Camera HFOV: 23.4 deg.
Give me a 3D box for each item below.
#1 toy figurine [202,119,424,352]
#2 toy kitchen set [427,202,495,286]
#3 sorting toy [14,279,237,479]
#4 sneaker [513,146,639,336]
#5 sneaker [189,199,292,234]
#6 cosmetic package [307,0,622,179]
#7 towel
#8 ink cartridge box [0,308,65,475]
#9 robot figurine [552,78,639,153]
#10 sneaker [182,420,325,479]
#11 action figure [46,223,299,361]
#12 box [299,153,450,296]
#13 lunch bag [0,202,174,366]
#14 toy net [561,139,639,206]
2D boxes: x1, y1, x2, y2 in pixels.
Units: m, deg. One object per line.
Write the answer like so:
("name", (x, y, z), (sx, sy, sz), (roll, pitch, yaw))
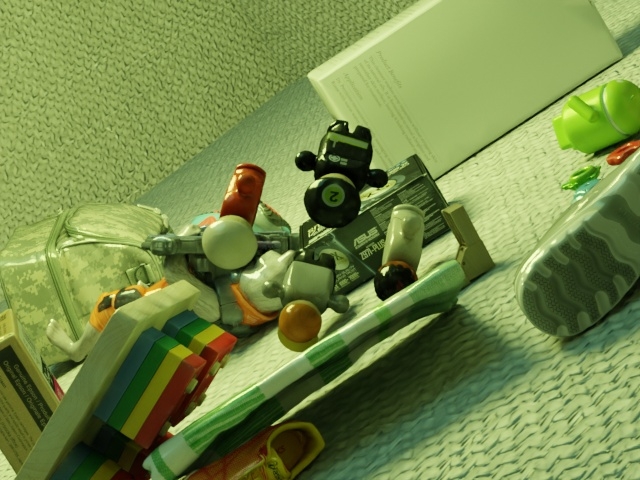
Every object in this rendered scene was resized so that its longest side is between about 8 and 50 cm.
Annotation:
("toy figurine", (0.000, 0.000, 1.683), (0.213, 0.209, 0.148), (-21, 31, 24))
("toy kitchen set", (0.123, 0.013, 1.612), (0.083, 0.075, 0.068), (-30, 10, -5))
("sorting toy", (-0.188, 0.180, 1.480), (0.255, 0.089, 0.257), (-59, -4, 8))
("sneaker", (0.270, -0.034, 1.319), (0.281, 0.105, 0.115), (-34, 11, -4))
("sneaker", (-0.139, 0.016, 2.359), (0.262, 0.104, 0.125), (-23, 32, 58))
("cosmetic package", (0.199, -0.247, 2.171), (0.385, 0.217, 0.156), (-32, 11, -2))
("towel", (-0.009, 0.126, 1.436), (0.325, 0.038, 0.248), (-32, -7, -1))
("ink cartridge box", (-0.359, 0.196, 1.872), (0.088, 0.193, 0.235), (-32, 11, -8))
("robot figurine", (0.319, -0.139, 1.741), (0.101, 0.067, 0.115), (-1, -17, -46))
("sneaker", (-0.067, 0.207, 1.336), (0.175, 0.064, 0.067), (-41, 10, -37))
("action figure", (-0.139, 0.077, 2.022), (0.330, 0.178, 0.341), (-16, -8, 38))
("box", (0.067, -0.019, 1.902), (0.180, 0.077, 0.147), (-32, 12, 6))
("lunch bag", (-0.367, 0.052, 2.532), (0.256, 0.212, 0.305), (-16, 13, 1))
("toy net", (0.342, -0.080, 1.493), (0.232, 0.045, 0.122), (-28, 10, 18))
